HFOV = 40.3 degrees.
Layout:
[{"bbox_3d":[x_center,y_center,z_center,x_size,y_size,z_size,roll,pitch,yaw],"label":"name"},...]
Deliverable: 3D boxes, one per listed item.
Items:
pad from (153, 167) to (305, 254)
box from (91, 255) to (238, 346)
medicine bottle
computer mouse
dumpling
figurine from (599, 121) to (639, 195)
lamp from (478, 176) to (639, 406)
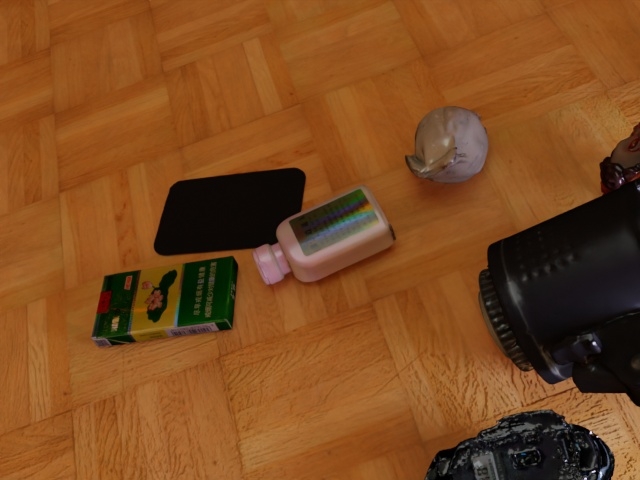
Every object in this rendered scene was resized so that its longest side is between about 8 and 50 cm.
[{"bbox_3d":[-0.160,-0.052,1.544,0.267,0.004,0.181,-5,52,16],"label":"pad"},{"bbox_3d":[-0.254,0.100,1.433,0.235,0.034,0.132,-9,51,11],"label":"box"},{"bbox_3d":[0.000,0.000,1.399,0.219,0.078,0.115,-25,51,-2],"label":"medicine bottle"},{"bbox_3d":[0.244,0.298,1.078,0.242,0.077,0.146,-14,49,12],"label":"computer mouse"},{"bbox_3d":[0.203,-0.154,1.439,0.136,0.118,0.199,-14,20,26],"label":"dumpling"},{"bbox_3d":[0.497,-0.132,1.272,0.226,0.160,0.183,-43,27,34],"label":"figurine"},{"bbox_3d":[0.344,0.051,1.132,0.272,0.205,0.374,-12,42,36],"label":"lamp"}]
